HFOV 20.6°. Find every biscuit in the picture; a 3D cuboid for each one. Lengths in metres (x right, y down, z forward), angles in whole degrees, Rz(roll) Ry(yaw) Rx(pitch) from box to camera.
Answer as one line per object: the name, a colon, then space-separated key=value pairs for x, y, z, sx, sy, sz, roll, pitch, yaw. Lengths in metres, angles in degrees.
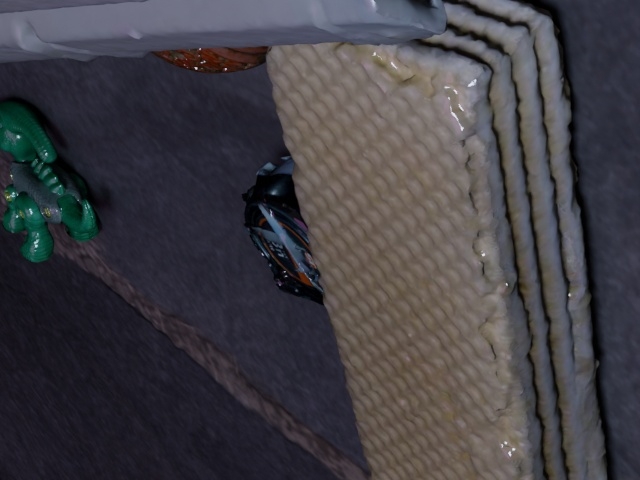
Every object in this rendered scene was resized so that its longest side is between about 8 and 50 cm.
biscuit: x=0.076 y=0.056 z=0.905 sx=0.144 sy=0.078 sz=0.426 roll=27 pitch=144 yaw=37

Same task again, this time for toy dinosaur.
toy dinosaur: x=-0.191 y=-0.040 z=1.222 sx=0.132 sy=0.059 sz=0.096 roll=38 pitch=145 yaw=40

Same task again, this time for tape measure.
tape measure: x=0.000 y=-0.001 z=0.977 sx=0.091 sy=0.054 sz=0.094 roll=26 pitch=149 yaw=37

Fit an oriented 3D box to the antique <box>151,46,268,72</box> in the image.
antique: x=-0.054 y=-0.129 z=0.857 sx=0.104 sy=0.104 sz=0.104 roll=36 pitch=149 yaw=27

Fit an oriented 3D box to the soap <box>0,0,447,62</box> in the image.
soap: x=-0.192 y=-0.193 z=0.688 sx=0.435 sy=0.350 sz=0.213 roll=3 pitch=87 yaw=52
